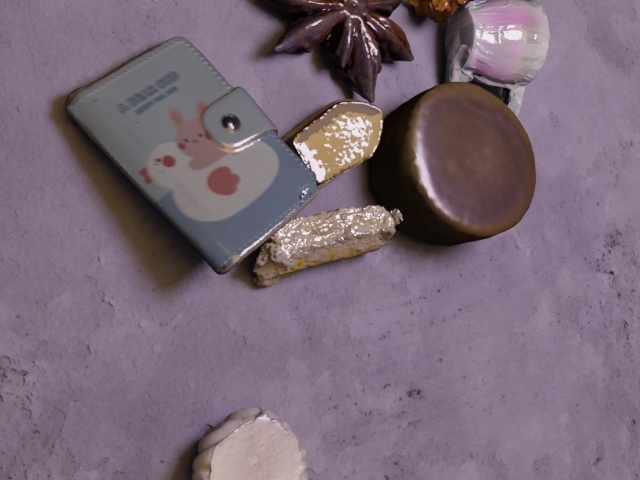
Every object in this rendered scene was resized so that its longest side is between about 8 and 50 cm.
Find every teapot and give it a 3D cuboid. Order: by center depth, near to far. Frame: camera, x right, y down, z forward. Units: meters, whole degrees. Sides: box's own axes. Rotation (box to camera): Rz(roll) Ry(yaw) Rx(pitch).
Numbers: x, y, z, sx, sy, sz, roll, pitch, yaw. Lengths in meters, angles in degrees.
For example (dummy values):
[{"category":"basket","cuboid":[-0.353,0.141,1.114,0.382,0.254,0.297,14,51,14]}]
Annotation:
[{"category":"teapot","cuboid":[0.319,-0.360,1.537,0.178,0.222,0.163,0,43,-18]}]

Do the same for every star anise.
[{"category":"star anise","cuboid":[0.036,-0.386,1.397,0.315,0.108,0.315,3,83,-29]}]

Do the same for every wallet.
[{"category":"wallet","cuboid":[-0.185,-0.143,1.227,0.360,0.083,0.252,47,60,4]}]

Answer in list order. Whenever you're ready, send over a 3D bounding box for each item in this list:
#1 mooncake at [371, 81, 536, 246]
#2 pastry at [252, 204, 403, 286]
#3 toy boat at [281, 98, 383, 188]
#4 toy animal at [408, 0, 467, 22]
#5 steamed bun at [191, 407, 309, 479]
[{"category":"mooncake","cuboid":[0.234,-0.132,1.430,0.284,0.155,0.284,5,79,-24]},{"category":"pastry","cuboid":[0.000,0.003,1.319,0.258,0.121,0.089,-13,60,-21]},{"category":"toy boat","cuboid":[0.035,-0.176,1.361,0.188,0.061,0.116,-37,101,-12]},{"category":"toy animal","cuboid":[0.271,-0.477,1.441,0.116,0.255,0.114,-6,70,-61]},{"category":"steamed bun","cuboid":[-0.107,0.342,1.207,0.183,0.106,0.183,7,75,-27]}]
